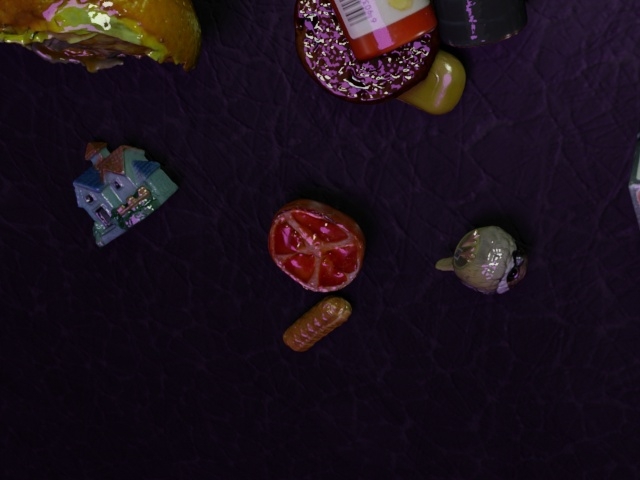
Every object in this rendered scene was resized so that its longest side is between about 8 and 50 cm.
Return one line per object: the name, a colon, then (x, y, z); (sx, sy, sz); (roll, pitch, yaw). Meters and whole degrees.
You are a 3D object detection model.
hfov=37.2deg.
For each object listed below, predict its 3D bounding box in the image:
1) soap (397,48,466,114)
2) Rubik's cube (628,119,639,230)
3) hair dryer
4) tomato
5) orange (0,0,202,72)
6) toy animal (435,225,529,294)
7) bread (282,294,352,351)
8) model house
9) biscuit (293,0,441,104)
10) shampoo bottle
soap: (0.117, -0.215, 1.212); (0.140, 0.045, 0.089); (25, 133, 8)
Rubik's cube: (0.476, -0.049, 1.065); (0.207, 0.205, 0.205); (-10, 122, 30)
hair dryer: (0.283, -0.333, 1.017); (0.352, 0.107, 0.189); (-5, 122, 20)
tomato: (0.000, 0.000, 1.430); (0.155, 0.069, 0.156); (12, 128, 16)
orange: (-0.310, -0.303, 1.225); (0.334, 0.196, 0.262); (0, 166, 30)
toy animal: (0.230, 0.034, 1.337); (0.098, 0.098, 0.137); (43, 149, -11)
bread: (-0.007, 0.137, 1.563); (0.052, 0.044, 0.157); (36, 135, -13)
model house: (-0.324, -0.091, 1.494); (0.148, 0.119, 0.149); (-30, 102, 40)
biscuit: (0.058, -0.262, 1.160); (0.192, 0.049, 0.192); (2, 107, 7)
shampoo bottle: (0.031, -0.346, 1.059); (0.104, 0.104, 0.278); (-16, 106, 35)
